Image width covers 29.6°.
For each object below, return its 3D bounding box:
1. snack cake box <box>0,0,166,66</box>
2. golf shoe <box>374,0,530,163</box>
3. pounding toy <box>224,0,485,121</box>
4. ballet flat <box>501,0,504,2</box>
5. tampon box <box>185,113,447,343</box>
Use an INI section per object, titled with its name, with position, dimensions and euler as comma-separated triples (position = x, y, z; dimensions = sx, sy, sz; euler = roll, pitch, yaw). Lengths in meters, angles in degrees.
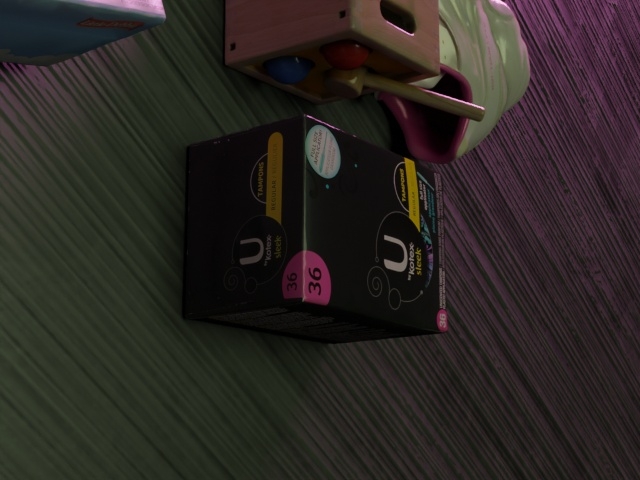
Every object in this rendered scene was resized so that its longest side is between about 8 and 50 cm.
[snack cake box]
position = -0.190, -0.169, 0.557
dimensions = 0.264, 0.089, 0.152
euler = -10, 85, -66
[golf shoe]
position = 0.069, -0.196, 0.950
dimensions = 0.306, 0.115, 0.140
euler = 57, 46, -27
[pounding toy]
position = 0.026, -0.138, 0.859
dimensions = 0.141, 0.130, 0.100
euler = 16, 70, -51
[ballet flat]
position = 0.088, -0.292, 1.039
dimensions = 0.077, 0.091, 0.241
euler = -100, 164, -59
[tampon box]
position = 0.000, 0.000, 0.816
dimensions = 0.161, 0.101, 0.120
euler = 16, 69, -51
